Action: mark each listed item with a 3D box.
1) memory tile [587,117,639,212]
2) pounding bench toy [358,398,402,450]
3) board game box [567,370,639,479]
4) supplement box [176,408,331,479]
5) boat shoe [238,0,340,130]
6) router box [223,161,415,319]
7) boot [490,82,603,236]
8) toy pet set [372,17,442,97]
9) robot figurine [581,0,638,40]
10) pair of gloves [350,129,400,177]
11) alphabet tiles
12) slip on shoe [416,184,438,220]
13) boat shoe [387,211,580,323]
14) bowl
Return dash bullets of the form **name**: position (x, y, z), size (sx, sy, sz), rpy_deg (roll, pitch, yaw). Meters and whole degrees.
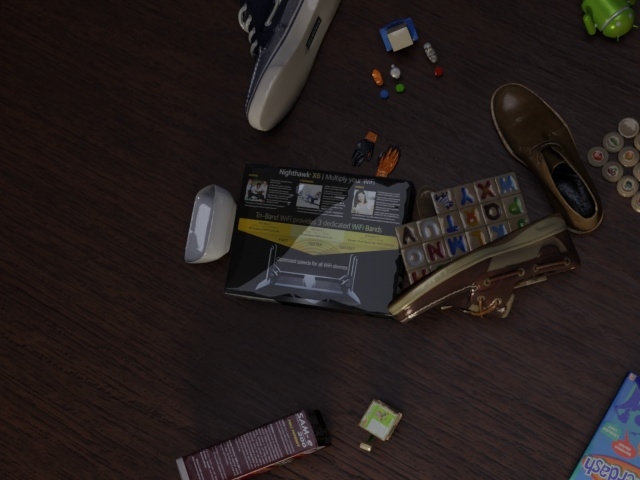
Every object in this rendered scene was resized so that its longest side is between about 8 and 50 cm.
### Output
- **memory tile**: position (0.548, -0.132, 1.849), size (0.113, 0.012, 0.148), rpy_deg (-42, 75, 1)
- **pounding bench toy**: position (0.096, 0.321, 1.825), size (0.052, 0.065, 0.083), rpy_deg (30, 87, 13)
- **board game box**: position (0.528, 0.345, 1.749), size (0.160, 0.047, 0.210), rpy_deg (29, 87, 14)
- **supplement box**: position (-0.111, 0.363, 1.824), size (0.239, 0.130, 0.073), rpy_deg (-23, 77, 7)
- **boat shoe**: position (-0.093, -0.372, 1.968), size (0.158, 0.127, 0.341), rpy_deg (21, 77, 20)
- **router box**: position (0.000, 0.000, 1.893), size (0.308, 0.081, 0.243), rpy_deg (8, 82, 12)
- **boot**: position (0.393, -0.155, 1.832), size (0.112, 0.115, 0.305), rpy_deg (-32, 75, 6)
- **toy pet set**: position (0.148, -0.341, 1.951), size (0.122, 0.065, 0.114), rpy_deg (-20, 112, 9)
- **robot figurine**: position (0.507, -0.407, 1.878), size (0.101, 0.067, 0.115), rpy_deg (-35, 76, 1)
- **pair of gloves**: position (0.101, -0.155, 1.939), size (0.083, 0.010, 0.074), rpy_deg (31, 87, 15)
- **alphabet tiles**: position (0.254, 0.003, 1.836), size (0.237, 0.009, 0.198), rpy_deg (-15, 85, -10)
- **slip on shoe**: position (0.201, -0.035, 1.882), size (0.051, 0.041, 0.135), rpy_deg (-11, 78, 9)
- **boat shoe**: position (0.279, 0.073, 1.768), size (0.342, 0.123, 0.123), rpy_deg (-24, 85, -16)
- **bowl**: position (-0.194, -0.025, 1.917), size (0.053, 0.142, 0.142), rpy_deg (12, 81, -20)
